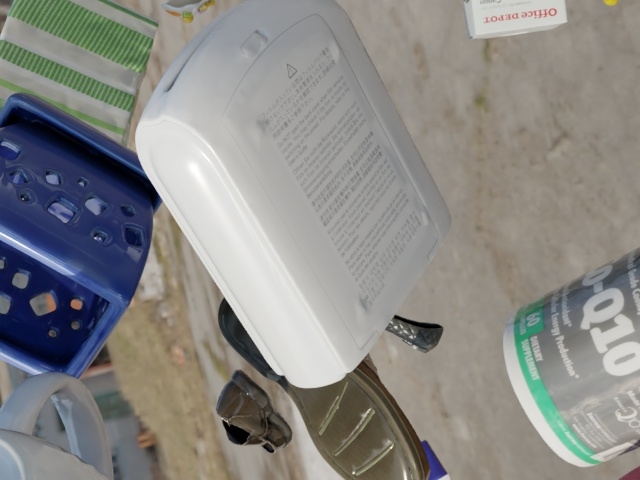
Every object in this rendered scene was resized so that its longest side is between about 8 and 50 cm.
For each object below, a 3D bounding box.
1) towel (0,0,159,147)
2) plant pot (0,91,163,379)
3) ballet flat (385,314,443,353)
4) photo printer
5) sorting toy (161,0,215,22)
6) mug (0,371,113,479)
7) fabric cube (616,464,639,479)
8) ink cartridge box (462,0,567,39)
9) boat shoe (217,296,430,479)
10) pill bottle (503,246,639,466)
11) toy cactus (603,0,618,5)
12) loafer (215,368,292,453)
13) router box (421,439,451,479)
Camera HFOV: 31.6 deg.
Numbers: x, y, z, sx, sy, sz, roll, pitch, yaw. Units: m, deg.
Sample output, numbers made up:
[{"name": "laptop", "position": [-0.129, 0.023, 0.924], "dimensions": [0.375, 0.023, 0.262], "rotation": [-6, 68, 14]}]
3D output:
[{"name": "towel", "position": [-0.407, -0.278, 1.841], "dimensions": [0.038, 0.248, 0.324], "rotation": [-36, 38, 52]}, {"name": "plant pot", "position": [-0.313, -0.009, 1.269], "dimensions": [0.236, 0.236, 0.212], "rotation": [-47, 18, 48]}, {"name": "ballet flat", "position": [0.102, 0.108, 1.663], "dimensions": [0.049, 0.173, 0.057], "rotation": [-58, 15, 8]}, {"name": "photo printer", "position": [-0.021, -0.062, 1.021], "dimensions": [0.107, 0.256, 0.307], "rotation": [-8, 123, 41]}, {"name": "sorting toy", "position": [-0.170, -0.336, 1.571], "dimensions": [0.045, 0.083, 0.075], "rotation": [53, 168, -16]}, {"name": "mug", "position": [-0.280, 0.304, 1.103], "dimensions": [0.374, 0.276, 0.328], "rotation": [-83, -19, -44]}, {"name": "fabric cube", "position": [0.449, 0.366, 1.201], "dimensions": [0.254, 0.259, 0.258], "rotation": [54, -179, -3]}, {"name": "ink cartridge box", "position": [0.253, -0.364, 1.508], "dimensions": [0.072, 0.127, 0.175], "rotation": [-117, 19, -84]}, {"name": "boat shoe", "position": [0.023, 0.153, 1.256], "dimensions": [0.307, 0.104, 0.110], "rotation": [49, 120, 16]}, {"name": "pill bottle", "position": [0.401, 0.094, 1.239], "dimensions": [0.204, 0.361, 0.204], "rotation": [38, -145, -33]}, {"name": "toy cactus", "position": [0.381, -0.410, 1.438], "dimensions": [0.112, 0.180, 0.219], "rotation": [23, 176, 40]}, {"name": "loafer", "position": [-0.105, 0.255, 1.609], "dimensions": [0.080, 0.078, 0.220], "rotation": [39, 165, 31]}, {"name": "router box", "position": [0.080, 0.518, 1.898], "dimensions": [0.082, 0.335, 0.301], "rotation": [56, 170, 44]}]
